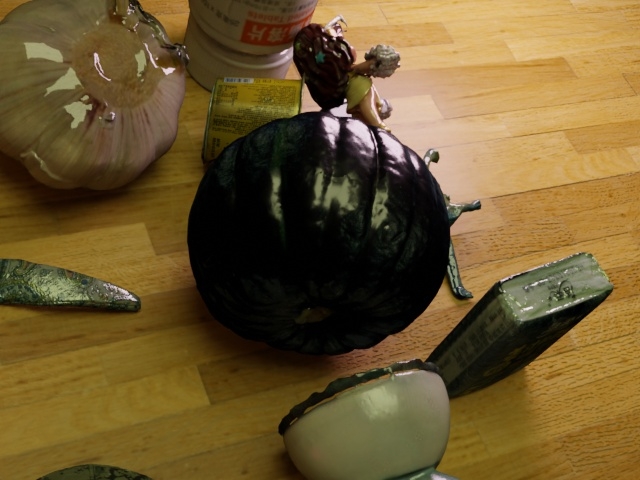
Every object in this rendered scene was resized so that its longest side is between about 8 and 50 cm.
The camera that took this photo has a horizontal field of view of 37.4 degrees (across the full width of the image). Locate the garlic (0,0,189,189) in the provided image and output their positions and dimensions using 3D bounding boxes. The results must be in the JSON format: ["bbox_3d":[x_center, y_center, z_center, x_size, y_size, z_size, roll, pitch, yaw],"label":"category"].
[{"bbox_3d":[-0.350,-0.217,1.385,0.322,0.241,0.322,5,68,-14],"label":"garlic"}]

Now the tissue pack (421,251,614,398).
[{"bbox_3d":[0.278,0.130,1.361,0.185,0.257,0.081,-17,65,-30],"label":"tissue pack"}]

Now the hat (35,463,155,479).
[{"bbox_3d":[-0.255,0.350,1.083,0.265,0.128,0.265,9,51,-11],"label":"hat"}]

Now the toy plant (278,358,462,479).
[{"bbox_3d":[0.101,0.343,1.170,0.247,0.247,0.332,-9,63,-26],"label":"toy plant"}]

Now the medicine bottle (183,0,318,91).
[{"bbox_3d":[-0.103,-0.422,1.547,0.211,0.371,0.211,10,52,-13],"label":"medicine bottle"}]

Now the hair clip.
[{"bbox_3d":[-0.361,0.066,1.305,0.229,0.036,0.066,10,59,-14],"label":"hair clip"}]

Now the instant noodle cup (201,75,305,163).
[{"bbox_3d":[-0.108,-0.182,1.505,0.144,0.182,0.182,8,52,-4],"label":"instant noodle cup"}]

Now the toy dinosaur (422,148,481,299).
[{"bbox_3d":[0.169,-0.073,1.575,0.147,0.076,0.363,-36,88,-37],"label":"toy dinosaur"}]

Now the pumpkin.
[{"bbox_3d":[0.000,0.000,1.285,0.363,0.363,0.266,12,52,-13],"label":"pumpkin"}]

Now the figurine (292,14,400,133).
[{"bbox_3d":[0.047,-0.254,1.521,0.116,0.174,0.240,-35,71,-20],"label":"figurine"}]

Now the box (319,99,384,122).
[{"bbox_3d":[0.048,-0.199,1.630,0.122,0.084,0.069,-26,75,-32],"label":"box"}]
